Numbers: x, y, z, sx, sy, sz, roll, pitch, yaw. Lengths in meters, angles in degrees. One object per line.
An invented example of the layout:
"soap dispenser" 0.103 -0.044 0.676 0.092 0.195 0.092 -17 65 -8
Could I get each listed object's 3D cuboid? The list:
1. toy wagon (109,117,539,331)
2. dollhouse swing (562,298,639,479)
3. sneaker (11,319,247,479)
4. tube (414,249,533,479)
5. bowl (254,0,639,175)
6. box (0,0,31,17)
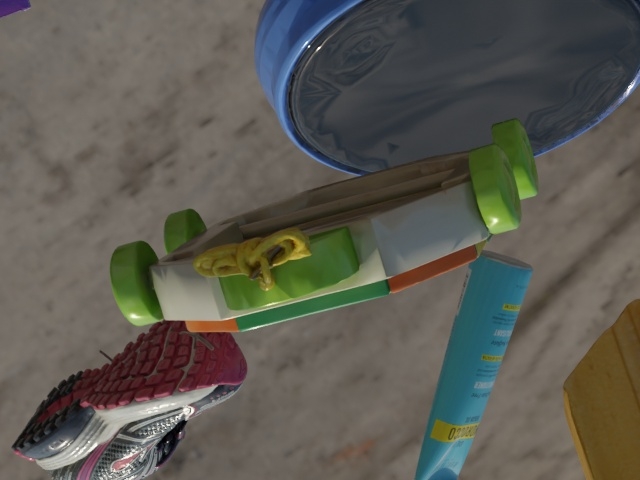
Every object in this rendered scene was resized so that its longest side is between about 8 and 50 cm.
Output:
"toy wagon" 0.000 0.000 1.064 0.267 0.068 0.344 -15 -172 15
"dollhouse swing" 0.260 0.080 0.565 0.347 0.305 0.315 -12 153 1
"sneaker" -0.163 0.160 1.541 0.299 0.112 0.121 -29 -156 44
"tube" 0.122 0.112 1.363 0.080 0.052 0.207 4 105 -53
"bowl" 0.134 -0.181 1.552 0.391 0.077 0.391 -8 151 -5
"box" -0.381 -0.180 1.321 0.201 0.057 0.293 -24 -162 -27
